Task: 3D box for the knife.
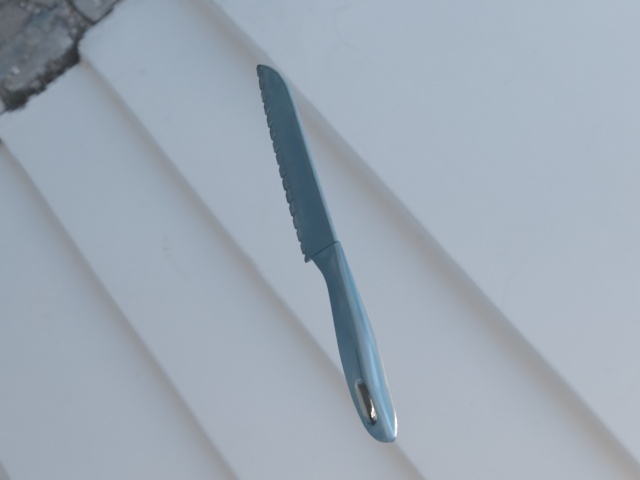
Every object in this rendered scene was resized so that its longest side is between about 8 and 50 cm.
[{"bbox_3d":[0.000,0.000,0.746,0.019,0.313,0.044,0,156,-41],"label":"knife"}]
